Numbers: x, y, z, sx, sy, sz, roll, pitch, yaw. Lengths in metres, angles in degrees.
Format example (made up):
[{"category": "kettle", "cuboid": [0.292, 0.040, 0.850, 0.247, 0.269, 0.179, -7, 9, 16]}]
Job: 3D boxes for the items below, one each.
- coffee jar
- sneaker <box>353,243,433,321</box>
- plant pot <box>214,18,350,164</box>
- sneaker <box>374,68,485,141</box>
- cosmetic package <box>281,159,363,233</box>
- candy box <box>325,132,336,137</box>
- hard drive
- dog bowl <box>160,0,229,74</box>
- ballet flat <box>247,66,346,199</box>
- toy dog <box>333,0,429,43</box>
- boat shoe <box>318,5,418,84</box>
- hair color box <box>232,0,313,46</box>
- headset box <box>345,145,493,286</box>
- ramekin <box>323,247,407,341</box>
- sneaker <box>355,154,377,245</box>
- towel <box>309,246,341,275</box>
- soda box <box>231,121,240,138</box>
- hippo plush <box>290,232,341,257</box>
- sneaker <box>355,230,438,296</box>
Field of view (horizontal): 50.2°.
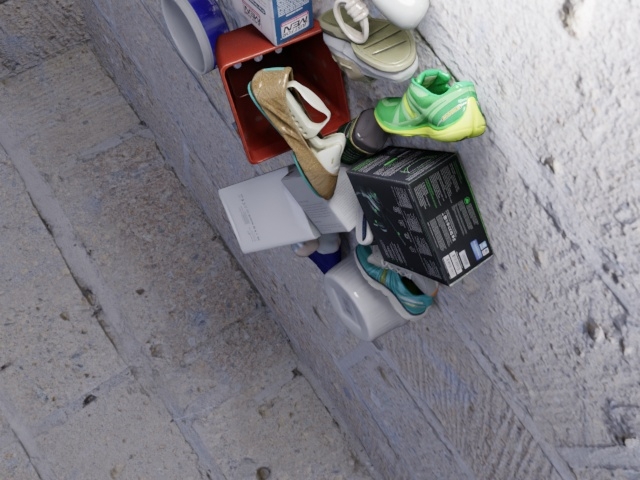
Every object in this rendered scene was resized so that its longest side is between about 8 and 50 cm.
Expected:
[{"category": "coffee jar", "cuboid": [0.091, -0.235, 1.550, 0.079, 0.096, 0.184, 26, 169, -14]}, {"category": "sneaker", "cuboid": [0.202, 0.089, 1.838, 0.275, 0.107, 0.110, 45, 139, 24]}, {"category": "plant pot", "cuboid": [-0.113, -0.387, 1.619, 0.236, 0.267, 0.267, -124, 14, -45]}, {"category": "sneaker", "cuboid": [0.201, -0.252, 1.259, 0.295, 0.109, 0.124, 24, 122, 61]}, {"category": "cosmetic package", "cuboid": [0.032, -0.134, 1.718, 0.184, 0.151, 0.151, 53, 157, -17]}, {"category": "candy box", "cuboid": [0.019, -0.263, 1.813, 0.206, 0.027, 0.105, 54, 163, 12]}, {"category": "hard drive", "cuboid": [-0.145, -0.080, 1.881, 0.307, 0.040, 0.203, -12, 103, 45]}, {"category": "dog bowl", "cuboid": [-0.380, -0.654, 2.105, 0.265, 0.104, 0.265, 50, 161, 24]}, {"category": "ballet flat", "cuboid": [-0.022, -0.236, 1.498, 0.124, 0.116, 0.342, -19, 120, 26]}, {"category": "toy dog", "cuboid": [0.066, -0.515, 1.145, 0.334, 0.161, 0.220, 50, 163, -23]}, {"category": "boat shoe", "cuboid": [0.099, -0.362, 1.319, 0.302, 0.113, 0.103, 54, 167, 49]}, {"category": "hair color box", "cuboid": [-0.110, -0.582, 1.348, 0.174, 0.105, 0.347, 48, 160, 27]}, {"category": "headset box", "cuboid": [0.203, -0.063, 1.479, 0.283, 0.131, 0.246, 21, 139, 63]}, {"category": "ramekin", "cuboid": [0.129, 0.172, 2.065, 0.277, 0.135, 0.277, 49, 160, 24]}, {"category": "sneaker", "cuboid": [0.153, -0.095, 1.658, 0.079, 0.121, 0.217, 16, 101, 56]}, {"category": "towel", "cuboid": [0.000, 0.000, 2.216, 0.228, 0.076, 0.308, 48, 165, 23]}, {"category": "soda box", "cuboid": [-0.218, -0.362, 2.151, 0.058, 0.063, 0.183, 64, 161, -17]}, {"category": "hippo plush", "cuboid": [-0.015, -0.126, 1.938, 0.294, 0.234, 0.237, 49, 135, 13]}, {"category": "sneaker", "cuboid": [0.187, 0.049, 1.725, 0.262, 0.121, 0.099, 52, 162, 19]}]
